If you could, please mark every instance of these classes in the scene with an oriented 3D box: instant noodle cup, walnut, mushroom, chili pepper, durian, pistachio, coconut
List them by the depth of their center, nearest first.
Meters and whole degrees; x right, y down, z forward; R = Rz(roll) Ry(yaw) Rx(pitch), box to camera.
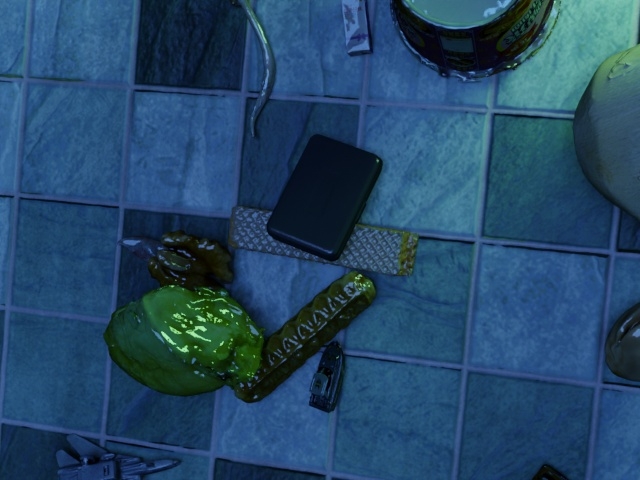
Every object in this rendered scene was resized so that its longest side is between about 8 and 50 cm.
[{"bbox_3d":[0.631,-0.190,1.548,0.360,0.346,0.346,-10,89,49],"label":"coconut"},{"bbox_3d":[0.269,-0.470,1.666,0.340,0.266,0.339,0,92,13],"label":"instant noodle cup"},{"bbox_3d":[0.608,0.168,1.670,0.215,0.144,0.144,-33,84,6],"label":"pistachio"},{"bbox_3d":[-0.279,0.196,1.841,0.256,0.204,0.340,43,143,-17],"label":"durian"},{"bbox_3d":[-0.131,-0.363,1.884,0.068,0.043,0.306,-10,90,31],"label":"mushroom"},{"bbox_3d":[-0.259,0.049,1.891,0.170,0.069,0.143,30,99,-16],"label":"walnut"},{"bbox_3d":[-0.346,0.025,1.940,0.153,0.041,0.050,19,76,7],"label":"chili pepper"}]

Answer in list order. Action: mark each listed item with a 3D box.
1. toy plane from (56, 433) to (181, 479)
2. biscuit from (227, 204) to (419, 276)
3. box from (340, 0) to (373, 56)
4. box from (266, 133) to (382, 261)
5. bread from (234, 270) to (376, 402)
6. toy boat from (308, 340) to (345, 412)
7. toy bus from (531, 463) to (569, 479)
[{"bbox_3d":[-0.426,0.486,1.947,0.267,0.088,0.212,-14,65,12],"label":"toy plane"},{"bbox_3d":[0.000,0.000,1.849,0.379,0.054,0.094,10,94,13],"label":"biscuit"},{"bbox_3d":[0.071,-0.424,1.831,0.051,0.036,0.117,-8,89,13],"label":"box"},{"bbox_3d":[0.008,-0.085,1.808,0.160,0.050,0.230,22,74,16],"label":"box"},{"bbox_3d":[-0.037,0.194,1.852,0.367,0.084,0.077,-42,38,13],"label":"bread"},{"bbox_3d":[0.017,0.268,1.853,0.055,0.060,0.141,14,90,37],"label":"toy boat"},{"bbox_3d":[0.391,0.526,1.736,0.098,0.114,0.201,39,100,9],"label":"toy bus"}]
